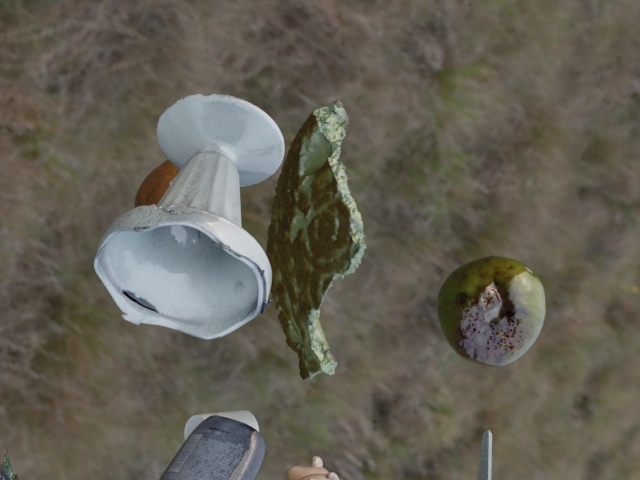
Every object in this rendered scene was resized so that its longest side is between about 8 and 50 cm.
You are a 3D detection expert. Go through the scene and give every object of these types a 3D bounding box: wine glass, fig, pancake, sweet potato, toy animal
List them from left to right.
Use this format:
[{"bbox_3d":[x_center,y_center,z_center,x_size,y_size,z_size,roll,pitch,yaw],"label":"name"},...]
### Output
[{"bbox_3d":[-0.173,-0.040,1.540,0.058,0.055,0.202,-34,-154,29],"label":"sweet potato"},{"bbox_3d":[-0.112,-0.026,1.331,0.165,0.165,0.196,98,3,-47],"label":"wine glass"},{"bbox_3d":[-0.019,0.312,1.777,0.114,0.091,0.082,90,2,-48],"label":"toy animal"},{"bbox_3d":[0.004,0.000,1.893,0.054,0.197,0.377,-1,100,-36],"label":"pancake"},{"bbox_3d":[0.286,0.122,2.347,0.181,0.181,0.191,-47,161,-15],"label":"fig"}]

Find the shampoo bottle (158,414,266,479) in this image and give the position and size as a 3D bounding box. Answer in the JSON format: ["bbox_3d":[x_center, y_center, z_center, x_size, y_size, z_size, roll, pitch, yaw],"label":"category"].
[{"bbox_3d":[-0.136,0.273,1.356,0.234,0.087,0.049,-58,143,-33],"label":"shampoo bottle"}]

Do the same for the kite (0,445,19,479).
[{"bbox_3d":[-0.429,0.372,1.880,0.159,0.010,0.190,48,45,-56],"label":"kite"}]

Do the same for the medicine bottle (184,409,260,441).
[{"bbox_3d":[-0.132,0.258,1.891,0.089,0.057,0.057,2,122,-46],"label":"medicine bottle"}]

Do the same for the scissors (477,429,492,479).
[{"bbox_3d":[0.146,0.268,1.296,0.015,0.100,0.189,25,67,-51],"label":"scissors"}]
